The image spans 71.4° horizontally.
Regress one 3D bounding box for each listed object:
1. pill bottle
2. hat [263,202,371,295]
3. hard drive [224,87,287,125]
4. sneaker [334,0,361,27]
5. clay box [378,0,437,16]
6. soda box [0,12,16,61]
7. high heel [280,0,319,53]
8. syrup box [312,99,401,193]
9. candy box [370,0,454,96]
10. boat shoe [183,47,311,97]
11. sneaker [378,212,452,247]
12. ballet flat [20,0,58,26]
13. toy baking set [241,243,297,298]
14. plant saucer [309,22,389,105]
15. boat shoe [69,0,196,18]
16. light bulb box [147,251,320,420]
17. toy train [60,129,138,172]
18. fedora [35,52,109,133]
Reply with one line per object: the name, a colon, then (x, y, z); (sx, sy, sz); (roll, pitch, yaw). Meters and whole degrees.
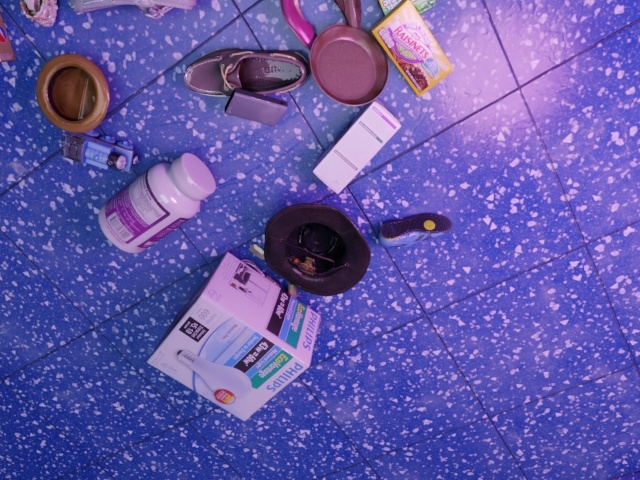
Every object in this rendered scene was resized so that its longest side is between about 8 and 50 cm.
pill bottle: (-0.439, -0.105, 1.214); (0.301, 0.169, 0.169); (-31, 110, 17)
hat: (0.000, 0.000, 1.251); (0.330, 0.134, 0.332); (10, 132, 11)
hard drive: (-0.162, -0.331, 1.110); (0.135, 0.022, 0.094); (9, 160, -26)
sneaker: (0.044, -0.580, 1.015); (0.071, 0.066, 0.189); (-4, 111, 24)
clay box: (0.168, -0.606, 0.989); (0.127, 0.053, 0.222); (-24, 111, 16)
soda box: (-0.826, -0.536, 1.096); (0.061, 0.058, 0.182); (-1, 115, 5)
high heel: (-0.046, -0.559, 1.021); (0.117, 0.082, 0.244); (-32, 102, 14)
syrup box: (0.091, -0.245, 1.146); (0.096, 0.093, 0.237); (39, 112, -14)
candy box: (0.218, -0.448, 1.048); (0.105, 0.027, 0.206); (-37, 123, 19)
boat shoe: (-0.186, -0.407, 1.087); (0.323, 0.097, 0.117); (-1, 116, 5)
sneaker: (0.266, -0.022, 1.267); (0.209, 0.069, 0.082); (-10, 148, 0)
ballet flat: (-0.661, -0.627, 1.029); (0.091, 0.077, 0.241); (6, 116, 2)
toy baking set: (-0.166, 0.140, 1.387); (0.196, 0.030, 0.257); (11, 116, -1)
plant saucer: (0.066, -0.412, 1.059); (0.198, 0.036, 0.199); (1, 86, -17)
boat shoe: (-0.433, -0.563, 1.027); (0.319, 0.118, 0.103); (9, 122, 4)
light bulb box: (-0.253, 0.297, 1.347); (0.360, 0.225, 0.358); (36, 120, -12)
toy train: (-0.591, -0.238, 1.195); (0.183, 0.105, 0.080); (20, 116, -5)
fedora: (-0.620, -0.374, 1.142); (0.194, 0.079, 0.195); (0, 109, -1)
